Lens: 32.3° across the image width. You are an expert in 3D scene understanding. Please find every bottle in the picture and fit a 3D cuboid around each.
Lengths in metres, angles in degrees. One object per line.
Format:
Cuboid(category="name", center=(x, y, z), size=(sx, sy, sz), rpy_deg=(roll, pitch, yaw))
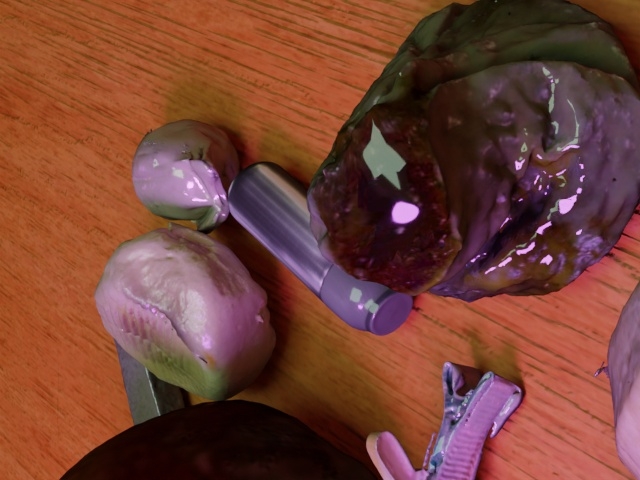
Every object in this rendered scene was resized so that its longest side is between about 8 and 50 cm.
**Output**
Cuboid(category="bottle", center=(0.000, 0.000, 1.166), size=(0.253, 0.079, 0.096), rpy_deg=(43, 114, 37))

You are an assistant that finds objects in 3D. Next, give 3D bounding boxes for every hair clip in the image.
Cuboid(category="hair clip", center=(0.107, 0.220, 1.023), size=(0.071, 0.159, 0.219), rpy_deg=(9, 79, 56))

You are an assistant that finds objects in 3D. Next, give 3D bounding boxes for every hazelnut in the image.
Cuboid(category="hazelnut", center=(-0.105, 0.365, 1.108), size=(0.420, 0.352, 0.421), rpy_deg=(-13, 68, 34))

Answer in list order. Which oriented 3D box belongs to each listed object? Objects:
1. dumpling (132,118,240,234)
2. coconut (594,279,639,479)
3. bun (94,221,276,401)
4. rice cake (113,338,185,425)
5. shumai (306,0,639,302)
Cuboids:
Cuboid(category="dumpling", center=(-0.156, -0.070, 1.306), size=(0.199, 0.118, 0.136), rpy_deg=(28, 131, 62))
Cuboid(category="coconut", center=(0.345, 0.100, 0.674), size=(0.323, 0.323, 0.323), rpy_deg=(3, 94, 46))
Cuboid(category="bun", center=(-0.149, 0.076, 1.274), size=(0.229, 0.145, 0.229), rpy_deg=(29, 154, 16))
Cuboid(category="rice cake", center=(-0.188, 0.262, 1.382), size=(0.072, 0.056, 0.365), rpy_deg=(-36, 66, 40))
Cuboid(category="shumai", center=(0.089, -0.083, 0.941), size=(0.304, 0.263, 0.309), rpy_deg=(54, 127, 27))
